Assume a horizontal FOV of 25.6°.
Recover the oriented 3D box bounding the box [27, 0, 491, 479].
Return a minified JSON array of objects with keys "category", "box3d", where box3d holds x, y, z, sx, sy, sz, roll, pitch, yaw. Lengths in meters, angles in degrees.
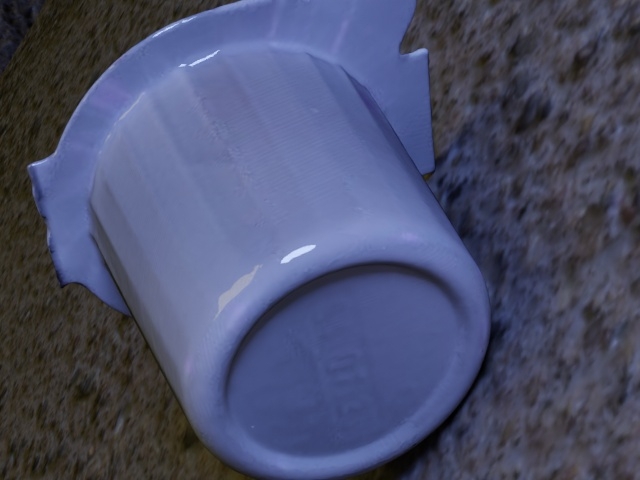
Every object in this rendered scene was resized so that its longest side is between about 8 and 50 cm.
[{"category":"box","box3d":[0.000,0.000,0.832,0.291,0.262,0.206,-49,40,16]}]
